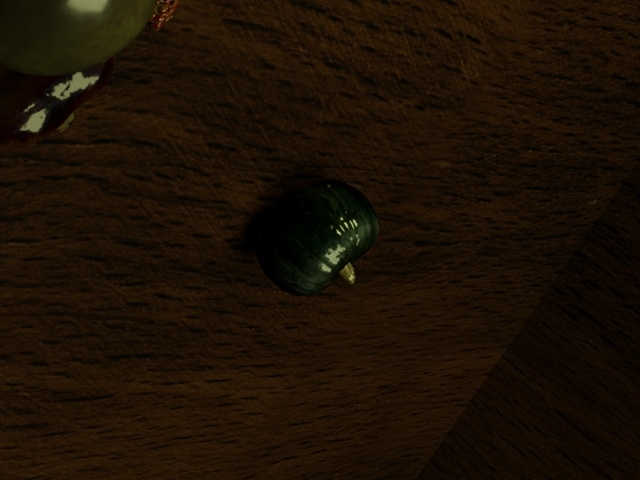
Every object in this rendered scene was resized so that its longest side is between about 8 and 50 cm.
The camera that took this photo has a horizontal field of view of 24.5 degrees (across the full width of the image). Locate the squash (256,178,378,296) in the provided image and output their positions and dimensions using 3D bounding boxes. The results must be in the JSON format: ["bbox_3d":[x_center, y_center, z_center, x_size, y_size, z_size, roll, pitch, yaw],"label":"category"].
[{"bbox_3d":[-0.004,-0.004,2.504,0.218,0.172,0.218,-34,151,-22],"label":"squash"}]

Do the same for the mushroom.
[{"bbox_3d":[-0.354,-0.173,1.834,0.227,0.148,0.217,-34,166,-17],"label":"mushroom"}]

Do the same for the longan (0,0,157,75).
[{"bbox_3d":[-0.299,-0.293,1.651,0.246,0.215,0.246,-11,177,-1],"label":"longan"}]

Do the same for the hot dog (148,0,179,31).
[{"bbox_3d":[-0.197,-0.338,1.920,0.062,0.038,0.144,-17,140,-47],"label":"hot dog"}]
